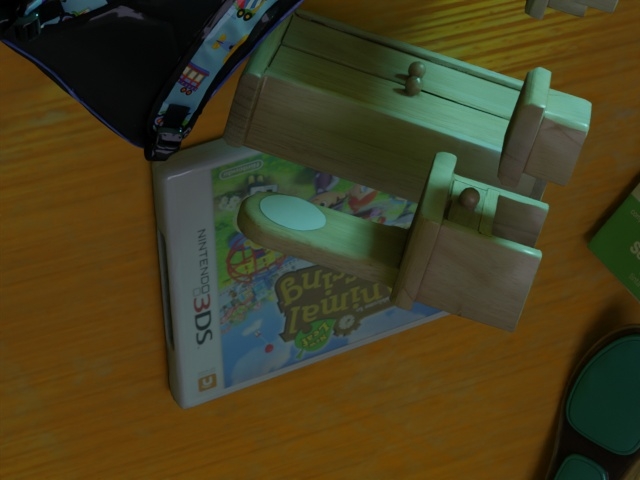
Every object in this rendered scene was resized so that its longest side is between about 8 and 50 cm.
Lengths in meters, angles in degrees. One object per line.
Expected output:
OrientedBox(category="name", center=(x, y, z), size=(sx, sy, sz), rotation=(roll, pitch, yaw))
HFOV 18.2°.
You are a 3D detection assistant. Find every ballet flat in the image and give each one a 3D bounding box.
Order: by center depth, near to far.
OrientedBox(category="ballet flat", center=(0.216, 0.146, 1.499), size=(0.073, 0.080, 0.232), rotation=(-31, 148, -51))

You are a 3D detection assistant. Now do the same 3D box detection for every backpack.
OrientedBox(category="backpack", center=(-0.082, -0.154, 1.003), size=(0.173, 0.117, 0.158), rotation=(-44, 136, 7))

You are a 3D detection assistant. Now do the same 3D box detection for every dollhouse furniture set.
OrientedBox(category="dollhouse furniture set", center=(0.081, -0.189, 1.011), size=(0.173, 0.303, 0.356), rotation=(18, 119, 0))

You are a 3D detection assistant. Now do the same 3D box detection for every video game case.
OrientedBox(category="video game case", center=(0.000, 0.000, 1.254), size=(0.212, 0.023, 0.193), rotation=(-19, 134, -20))

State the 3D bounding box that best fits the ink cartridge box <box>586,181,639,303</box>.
OrientedBox(category="ink cartridge box", center=(0.319, -0.031, 1.389), size=(0.160, 0.092, 0.219), rotation=(25, 109, -44))
